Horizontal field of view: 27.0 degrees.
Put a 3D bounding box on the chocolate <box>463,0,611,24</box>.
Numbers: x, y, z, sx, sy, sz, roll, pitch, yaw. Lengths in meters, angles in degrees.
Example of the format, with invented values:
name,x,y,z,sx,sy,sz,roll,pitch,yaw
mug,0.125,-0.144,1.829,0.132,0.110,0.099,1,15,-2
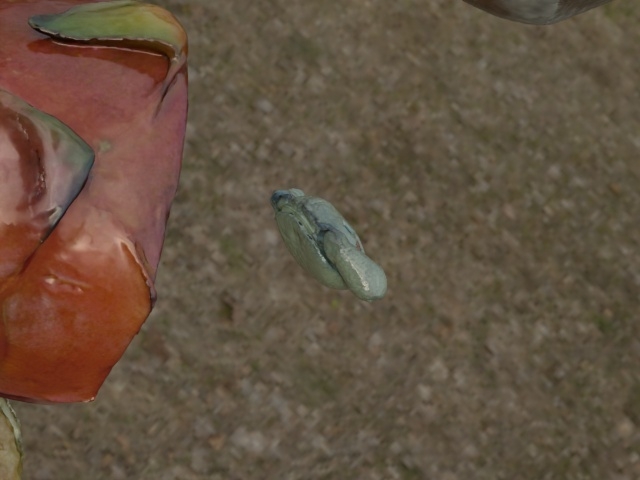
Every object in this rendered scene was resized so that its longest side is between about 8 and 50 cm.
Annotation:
name,x,y,z,sx,sy,sz,roll,pitch,yaw
chocolate,0.214,-0.239,1.098,0.303,0.185,0.101,-29,103,-60

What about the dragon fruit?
name,x,y,z,sx,sy,sz,roll,pitch,yaw
dragon fruit,-0.214,-0.030,0.837,0.189,0.291,0.291,13,39,-23

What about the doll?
name,x,y,z,sx,sy,sz,roll,pitch,yaw
doll,0.000,0.000,1.433,0.103,0.071,0.214,46,1,-39

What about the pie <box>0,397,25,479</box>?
name,x,y,z,sx,sy,sz,roll,pitch,yaw
pie,-0.392,0.197,1.189,0.339,0.083,0.340,31,53,-54
